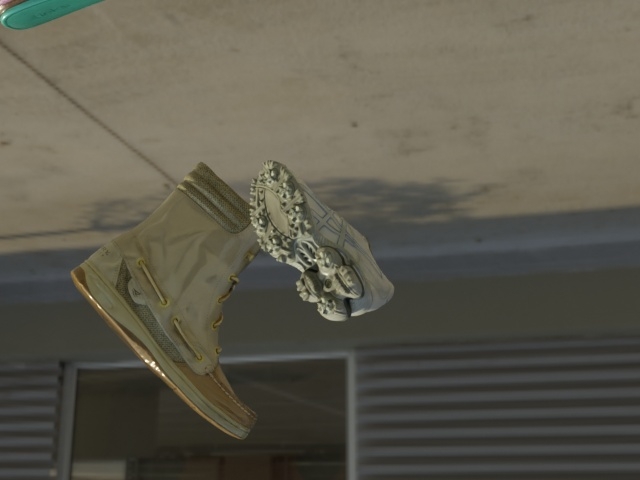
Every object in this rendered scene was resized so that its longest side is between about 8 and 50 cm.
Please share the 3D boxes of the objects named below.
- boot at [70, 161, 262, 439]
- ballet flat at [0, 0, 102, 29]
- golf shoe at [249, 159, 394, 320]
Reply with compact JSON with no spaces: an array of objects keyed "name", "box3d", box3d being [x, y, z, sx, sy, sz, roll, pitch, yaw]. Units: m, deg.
[{"name":"boot","box3d":[-0.112,0.067,1.022,0.262,0.203,0.095,49,164,-11]},{"name":"ballet flat","box3d":[-0.145,-0.216,0.690,0.221,0.079,0.077,-10,179,7]},{"name":"golf shoe","box3d":[0.000,0.000,0.852,0.086,0.176,0.069,1,138,-48]}]
